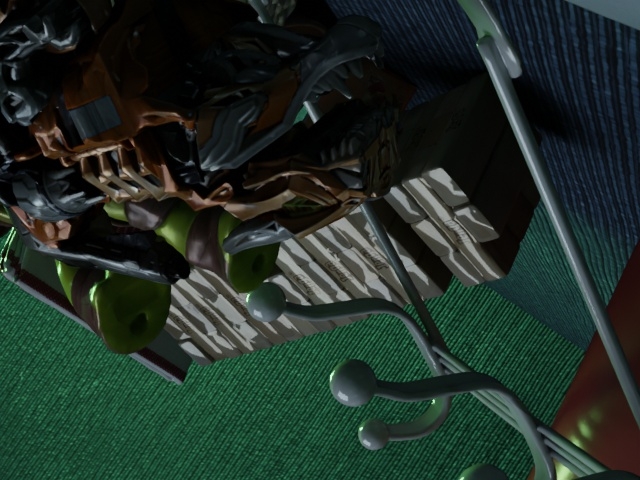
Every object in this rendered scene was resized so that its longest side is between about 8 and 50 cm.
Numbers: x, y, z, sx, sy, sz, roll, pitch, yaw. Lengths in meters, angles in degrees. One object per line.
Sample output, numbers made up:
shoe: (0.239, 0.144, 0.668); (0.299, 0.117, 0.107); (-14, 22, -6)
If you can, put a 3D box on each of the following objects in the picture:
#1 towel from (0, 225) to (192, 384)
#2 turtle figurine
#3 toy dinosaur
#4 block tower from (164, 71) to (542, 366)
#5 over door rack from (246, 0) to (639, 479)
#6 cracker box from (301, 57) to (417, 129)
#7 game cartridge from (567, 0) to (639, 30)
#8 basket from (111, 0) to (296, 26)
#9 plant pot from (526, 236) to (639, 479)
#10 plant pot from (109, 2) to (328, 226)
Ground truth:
towel: (-0.136, -0.065, 1.095); (0.037, 0.329, 0.237); (7, 157, 39)
turtle figurine: (-0.139, -0.032, 0.570); (0.217, 0.087, 0.269); (35, -152, 29)
toy dinosaur: (-0.130, -0.086, 0.424); (0.322, 0.218, 0.164); (1, -149, 9)
block tower: (0.000, 0.000, 0.841); (0.335, 0.097, 0.091); (-20, 121, 46)
over door rack: (0.041, 0.008, 0.546); (0.239, 0.108, 0.324); (34, 145, 59)
cracker box: (0.004, -0.070, 1.048); (0.067, 0.156, 0.232); (32, 180, -2)
game cartridge: (0.000, -0.148, 0.253); (0.196, 0.060, 0.294); (30, 176, 41)
basket: (-0.073, -0.155, 0.718); (0.103, 0.113, 0.167); (33, 179, 1)
plant pot: (0.235, 0.137, 0.657); (0.275, 0.243, 0.275); (35, 180, 0)
plant pot: (-0.146, -0.167, 0.928); (0.230, 0.215, 0.215); (50, -177, 13)
